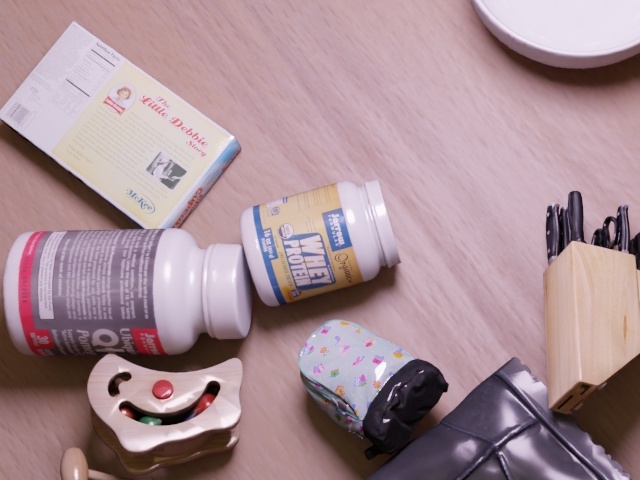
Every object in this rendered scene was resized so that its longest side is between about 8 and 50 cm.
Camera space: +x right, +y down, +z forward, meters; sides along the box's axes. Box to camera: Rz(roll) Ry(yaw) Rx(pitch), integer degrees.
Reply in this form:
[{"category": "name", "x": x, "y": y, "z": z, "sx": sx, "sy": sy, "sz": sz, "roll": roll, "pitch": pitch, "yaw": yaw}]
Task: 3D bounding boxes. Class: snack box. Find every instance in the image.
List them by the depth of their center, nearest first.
[{"category": "snack box", "x": -0.298, "y": -0.161, "z": 1.922, "sx": 0.322, "sy": 0.060, "sz": 0.187, "roll": 36, "pitch": 83, "yaw": 15}]

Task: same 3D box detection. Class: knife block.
[{"category": "knife block", "x": 0.339, "y": 0.062, "z": 1.707, "sx": 0.275, "sy": 0.088, "sz": 0.242, "roll": -30, "pitch": 72, "yaw": -34}]

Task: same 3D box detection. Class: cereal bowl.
[{"category": "cereal bowl", "x": 0.366, "y": -0.394, "z": 1.852, "sx": 0.339, "sy": 0.141, "sz": 0.339, "roll": -2, "pitch": 75, "yaw": 7}]

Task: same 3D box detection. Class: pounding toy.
[{"category": "pounding toy", "x": -0.235, "y": 0.248, "z": 1.789, "sx": 0.269, "sy": 0.155, "sz": 0.154, "roll": -14, "pitch": 58, "yaw": -15}]

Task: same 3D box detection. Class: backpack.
[{"category": "backpack", "x": 0.058, "y": 0.186, "z": 1.737, "sx": 0.182, "sy": 0.115, "sz": 0.152, "roll": 26, "pitch": 60, "yaw": 39}]

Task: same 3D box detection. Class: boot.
[{"category": "boot", "x": 0.189, "y": 0.418, "z": 1.657, "sx": 0.445, "sy": 0.146, "sz": 0.367, "roll": -38, "pitch": 62, "yaw": -8}]

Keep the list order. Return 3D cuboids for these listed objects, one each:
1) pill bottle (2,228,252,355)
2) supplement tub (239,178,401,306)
[{"category": "pill bottle", "x": -0.260, "y": 0.071, "z": 1.797, "sx": 0.318, "sy": 0.176, "sz": 0.176, "roll": -1, "pitch": 76, "yaw": 8}, {"category": "supplement tub", "x": 0.000, "y": 0.000, "z": 1.797, "sx": 0.199, "sy": 0.144, "sz": 0.144, "roll": -16, "pitch": 74, "yaw": 4}]
